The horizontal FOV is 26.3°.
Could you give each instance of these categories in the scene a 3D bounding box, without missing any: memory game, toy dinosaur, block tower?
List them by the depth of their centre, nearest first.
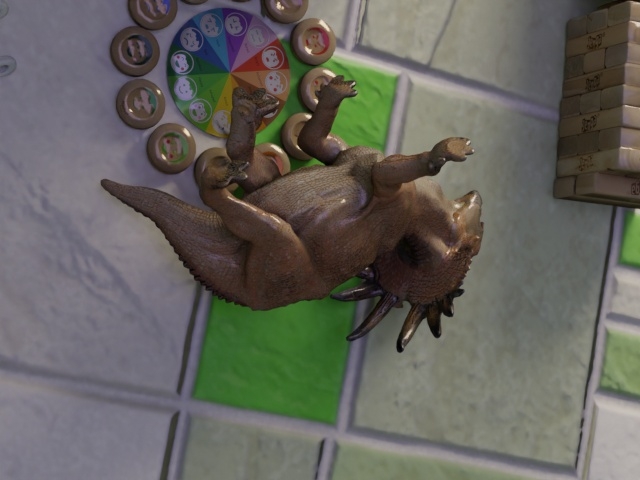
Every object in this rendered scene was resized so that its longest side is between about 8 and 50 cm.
[{"bbox_3d":[0.000,0.000,0.986,0.296,0.127,0.200,-9,128,-10],"label":"toy dinosaur"},{"bbox_3d":[-0.066,-0.124,1.018,0.186,0.012,0.186,2,86,-24],"label":"memory game"},{"bbox_3d":[0.265,-0.199,1.129,0.097,0.091,0.335,6,85,-24],"label":"block tower"}]

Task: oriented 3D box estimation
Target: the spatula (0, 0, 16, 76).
[{"bbox_3d":[-0.296,-0.127,0.844,0.242,0.168,0.019,-15,60,-28],"label":"spatula"}]
